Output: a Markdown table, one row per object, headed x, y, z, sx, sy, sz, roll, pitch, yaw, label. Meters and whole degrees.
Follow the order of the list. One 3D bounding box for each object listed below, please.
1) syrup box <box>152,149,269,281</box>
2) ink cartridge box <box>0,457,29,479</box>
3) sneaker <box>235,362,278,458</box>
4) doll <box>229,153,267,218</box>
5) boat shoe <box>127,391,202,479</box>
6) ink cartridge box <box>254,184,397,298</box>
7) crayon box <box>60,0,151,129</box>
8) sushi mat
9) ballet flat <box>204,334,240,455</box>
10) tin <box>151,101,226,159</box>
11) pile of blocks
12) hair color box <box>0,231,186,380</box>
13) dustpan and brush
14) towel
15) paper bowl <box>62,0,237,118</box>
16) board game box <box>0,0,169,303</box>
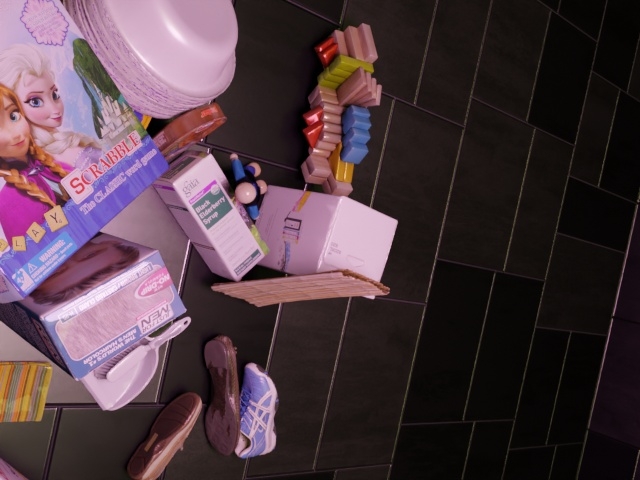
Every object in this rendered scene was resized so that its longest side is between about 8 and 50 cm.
| x | y | z | sx | sy | sz | roll | pitch | yaw | label |
| --- | --- | --- | --- | --- | --- | --- | --- | --- | --- |
| -0.203 | -0.045 | 1.286 | 0.093 | 0.096 | 0.236 | -44 | 124 | -25 | syrup box |
| -0.483 | 0.444 | 1.075 | 0.117 | 0.201 | 0.278 | -49 | 125 | -23 | ink cartridge box |
| -0.139 | 0.357 | 1.430 | 0.081 | 0.080 | 0.211 | -14 | 106 | -41 | sneaker |
| -0.136 | -0.103 | 1.281 | 0.046 | 0.189 | 0.129 | -19 | 104 | 5 | doll |
| -0.289 | 0.379 | 1.327 | 0.190 | 0.068 | 0.072 | -50 | 139 | -10 | boat shoe |
| 0.000 | 0.000 | 1.376 | 0.171 | 0.233 | 0.168 | 20 | 86 | -41 | ink cartridge box |
| -0.404 | -0.262 | 1.046 | 0.323 | 0.083 | 0.203 | 40 | 55 | -37 | crayon box |
| -0.041 | 0.089 | 1.264 | 0.151 | 0.317 | 0.019 | 26 | 63 | -47 | sushi mat |
| -0.191 | 0.310 | 1.388 | 0.058 | 0.084 | 0.249 | -20 | 110 | -62 | ballet flat |
| -0.237 | -0.180 | 1.175 | 0.106 | 0.190 | 0.040 | -38 | 101 | -43 | tin |
| 0.030 | -0.263 | 1.389 | 0.113 | 0.149 | 0.361 | 5 | 88 | -35 | pile of blocks |
| -0.365 | 0.069 | 1.005 | 0.174 | 0.347 | 0.105 | -34 | 119 | -31 | hair color box |
| -0.329 | 0.201 | 1.250 | 0.211 | 0.060 | 0.147 | -40 | 122 | -27 | dustpan and brush |
| -0.554 | 0.244 | 1.096 | 0.237 | 0.021 | 0.102 | 9 | 92 | -41 | towel |
| -0.243 | -0.348 | 1.087 | 0.284 | 0.148 | 0.284 | 33 | 47 | -43 | paper bowl |
| -0.394 | -0.140 | 0.913 | 0.318 | 0.066 | 0.318 | 59 | 43 | -24 | board game box |
